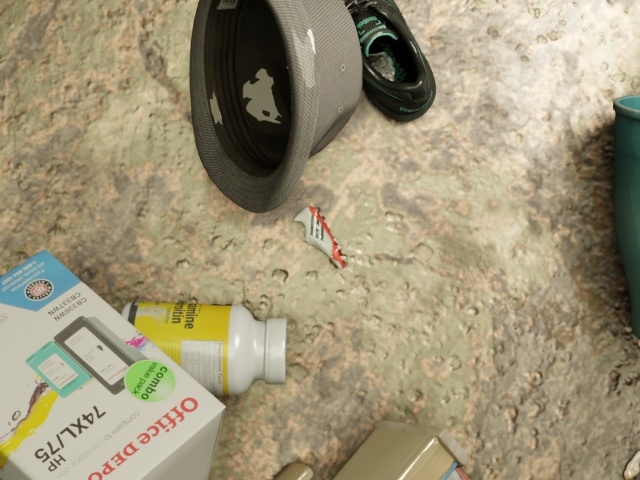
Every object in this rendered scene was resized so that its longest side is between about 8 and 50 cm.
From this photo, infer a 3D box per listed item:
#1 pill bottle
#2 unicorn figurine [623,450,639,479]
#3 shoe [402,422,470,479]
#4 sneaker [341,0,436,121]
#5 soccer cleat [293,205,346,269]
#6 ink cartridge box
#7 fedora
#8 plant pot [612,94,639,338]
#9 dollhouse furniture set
[{"bbox_3d":[-0.130,0.121,1.447,0.184,0.103,0.103,1,89,0],"label":"pill bottle"},{"bbox_3d":[0.406,0.258,1.473,0.111,0.060,0.162,-35,105,-1],"label":"unicorn figurine"},{"bbox_3d":[0.142,0.286,1.467,0.063,0.081,0.178,-42,59,-4],"label":"shoe"},{"bbox_3d":[0.047,-0.259,1.455,0.101,0.106,0.267,-36,88,1],"label":"sneaker"},{"bbox_3d":[0.000,0.000,1.489,0.035,0.029,0.083,-30,86,8],"label":"soccer cleat"},{"bbox_3d":[-0.267,0.194,1.331,0.270,0.197,0.198,38,51,18],"label":"ink cartridge box"},{"bbox_3d":[-0.038,-0.177,1.422,0.124,0.243,0.275,-15,119,-32],"label":"fedora"},{"bbox_3d":[0.434,-0.012,1.382,0.271,0.271,0.255,4,103,0],"label":"plant pot"},{"bbox_3d":[0.099,0.373,1.410,0.198,0.286,0.303,-45,107,-22],"label":"dollhouse furniture set"}]
